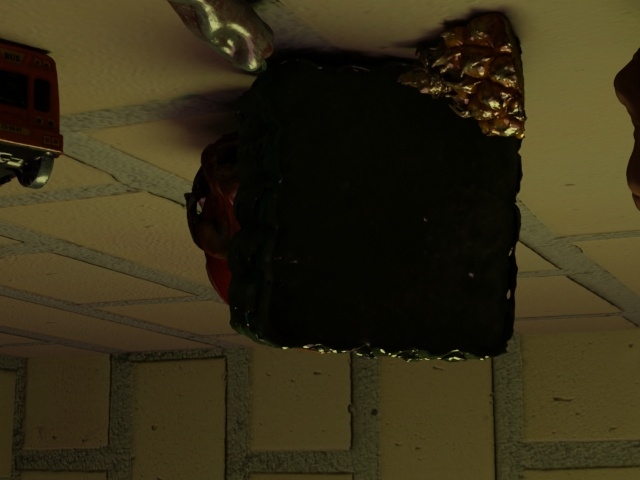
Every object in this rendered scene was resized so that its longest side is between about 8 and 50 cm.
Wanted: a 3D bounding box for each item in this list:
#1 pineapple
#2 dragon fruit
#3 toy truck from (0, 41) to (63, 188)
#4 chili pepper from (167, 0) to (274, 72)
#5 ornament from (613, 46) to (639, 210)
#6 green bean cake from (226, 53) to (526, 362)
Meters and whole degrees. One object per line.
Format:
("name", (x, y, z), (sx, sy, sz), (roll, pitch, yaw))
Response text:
("pineapple", (0.118, -0.139, 1.031), (0.114, 0.077, 0.114), (7, 138, 26))
("dragon fruit", (-0.001, -0.002, 1.292), (0.250, 0.250, 0.315), (-1, 152, 5))
("toy truck", (-0.329, -0.090, 1.124), (0.107, 0.114, 0.252), (9, 164, -41))
("chili pepper", (-0.078, -0.165, 0.932), (0.050, 0.041, 0.153), (-27, 141, 22))
("ornament", (0.347, -0.065, 0.934), (0.235, 0.221, 0.217), (-45, 153, 1))
("green bean cake", (0.045, -0.023, 1.106), (0.241, 0.255, 0.132), (2, 176, -14))
